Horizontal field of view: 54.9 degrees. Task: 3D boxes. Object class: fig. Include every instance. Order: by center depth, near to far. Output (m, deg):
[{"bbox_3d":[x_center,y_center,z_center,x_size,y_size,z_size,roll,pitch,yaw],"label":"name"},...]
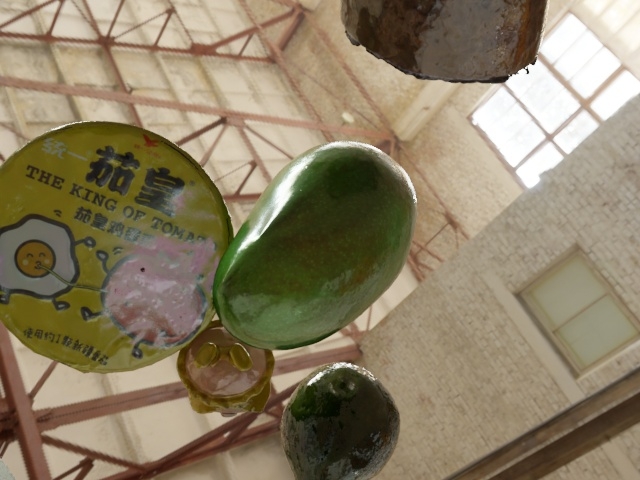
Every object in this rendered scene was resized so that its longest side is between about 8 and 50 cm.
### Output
[{"bbox_3d":[0.027,0.323,0.984,0.195,0.195,0.245,32,-139,-13],"label":"fig"}]

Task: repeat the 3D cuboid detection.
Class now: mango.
[{"bbox_3d":[0.000,0.000,0.783,0.201,0.225,0.382,29,-145,18],"label":"mango"}]

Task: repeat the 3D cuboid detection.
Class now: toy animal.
[{"bbox_3d":[-0.144,0.195,0.943,0.155,0.230,0.156,3,-109,-8],"label":"toy animal"}]

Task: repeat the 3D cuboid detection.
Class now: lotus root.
[{"bbox_3d":[0.159,-0.332,0.728,0.271,0.192,0.272,2,-132,-2],"label":"lotus root"}]

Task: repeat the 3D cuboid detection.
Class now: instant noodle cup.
[{"bbox_3d":[-0.287,-0.005,0.895,0.325,0.326,0.254,33,-177,-12],"label":"instant noodle cup"}]

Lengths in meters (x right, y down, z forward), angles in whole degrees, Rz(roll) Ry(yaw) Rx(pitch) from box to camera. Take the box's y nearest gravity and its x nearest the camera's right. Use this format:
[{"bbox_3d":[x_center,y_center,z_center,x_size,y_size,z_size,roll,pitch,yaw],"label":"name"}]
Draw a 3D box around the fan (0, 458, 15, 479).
[{"bbox_3d":[-0.303,0.219,0.350,0.232,0.012,0.414,5,-161,-26],"label":"fan"}]
